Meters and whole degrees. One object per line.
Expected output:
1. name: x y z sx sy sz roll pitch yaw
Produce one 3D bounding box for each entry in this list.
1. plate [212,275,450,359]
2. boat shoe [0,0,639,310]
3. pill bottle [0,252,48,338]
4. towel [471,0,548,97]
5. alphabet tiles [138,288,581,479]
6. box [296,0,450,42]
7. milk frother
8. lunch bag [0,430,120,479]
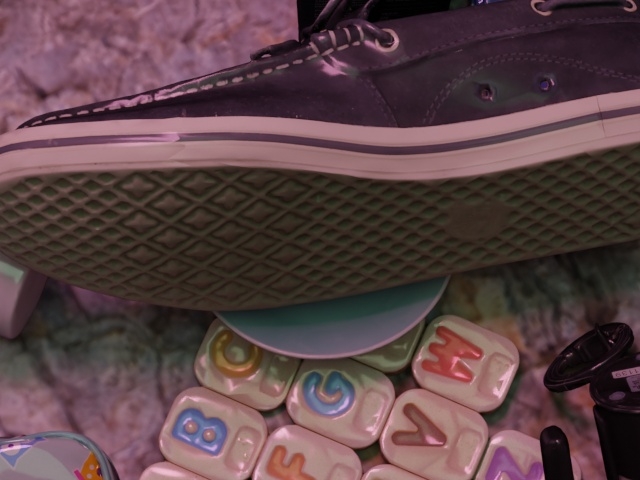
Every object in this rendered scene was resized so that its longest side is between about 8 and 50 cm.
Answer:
1. plate: 0.000 0.000 1.301 0.188 0.024 0.188 0 62 -1
2. boat shoe: 0.022 -0.069 1.228 0.500 0.187 0.156 -8 58 -10
3. pill bottle: -0.290 -0.009 1.261 0.215 0.117 0.117 20 77 3
4. towel: 0.209 -0.272 1.367 0.243 0.040 0.336 -9 85 -5
5. alphabet tiles: 0.023 0.172 1.275 0.278 0.021 0.284 23 77 4
6. box: 0.034 -0.239 1.279 0.108 0.207 0.153 -3 76 -2
7. milk frother: 0.215 0.137 1.257 0.129 0.143 0.134 -6 112 19
8. lunch bag: -0.253 0.247 1.205 0.279 0.108 0.224 -10 82 -2
